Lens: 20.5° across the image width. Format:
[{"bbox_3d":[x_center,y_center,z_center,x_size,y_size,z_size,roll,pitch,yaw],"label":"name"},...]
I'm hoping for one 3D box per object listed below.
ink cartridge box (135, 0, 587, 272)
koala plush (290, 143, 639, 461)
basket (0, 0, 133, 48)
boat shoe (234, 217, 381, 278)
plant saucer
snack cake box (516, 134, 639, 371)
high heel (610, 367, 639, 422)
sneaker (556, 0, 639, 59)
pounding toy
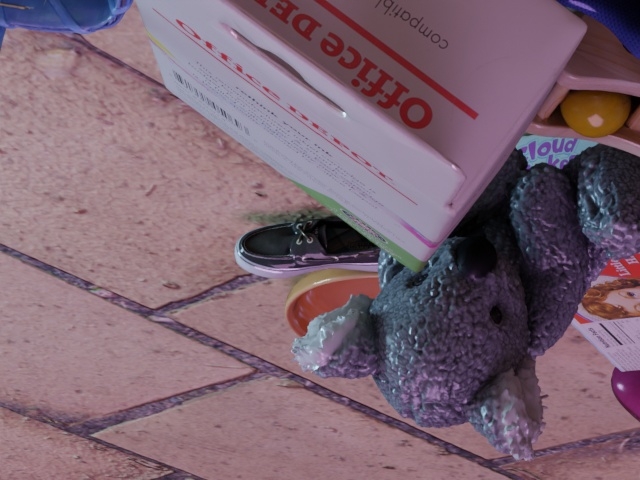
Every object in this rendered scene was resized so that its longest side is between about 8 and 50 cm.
[{"bbox_3d":[0.016,-0.104,0.940,0.207,0.119,0.353,37,174,3],"label":"ink cartridge box"},{"bbox_3d":[0.096,0.042,1.174,0.196,0.221,0.203,23,132,4],"label":"koala plush"},{"bbox_3d":[-0.193,-0.161,0.872,0.201,0.289,0.255,4,153,4],"label":"basket"},{"bbox_3d":[0.000,0.000,1.449,0.142,0.049,0.040,-2,148,0],"label":"boat shoe"},{"bbox_3d":[0.069,0.058,1.559,0.200,0.037,0.200,4,155,2],"label":"plant saucer"},{"bbox_3d":[0.253,0.008,1.361,0.152,0.089,0.264,-8,151,30],"label":"snack cake box"},{"bbox_3d":[0.451,0.111,1.532,0.377,0.127,0.181,5,143,-10],"label":"high heel"},{"bbox_3d":[0.091,-0.190,0.943,0.296,0.131,0.112,15,154,-17],"label":"sneaker"},{"bbox_3d":[0.255,-0.063,1.141,0.269,0.154,0.155,11,153,-10],"label":"pounding toy"}]
